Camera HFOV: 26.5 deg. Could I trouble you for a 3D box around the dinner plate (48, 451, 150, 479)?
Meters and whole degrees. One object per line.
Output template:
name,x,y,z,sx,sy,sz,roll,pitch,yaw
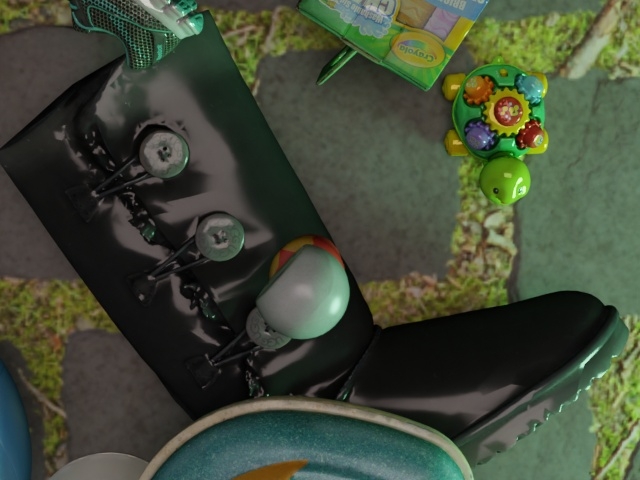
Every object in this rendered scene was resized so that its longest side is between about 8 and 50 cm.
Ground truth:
dinner plate,-0.186,0.257,1.197,0.141,0.017,0.141,0,92,-7

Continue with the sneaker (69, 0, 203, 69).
sneaker,-0.171,-0.194,1.029,0.166,0.065,0.076,42,108,-10

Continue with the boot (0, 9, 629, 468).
boot,-0.002,0.001,1.149,0.367,0.146,0.445,-34,91,-5

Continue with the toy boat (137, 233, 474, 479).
toy boat,-0.014,0.153,1.018,0.267,0.148,0.318,1,100,2

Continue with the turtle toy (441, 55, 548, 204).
turtle toy,0.158,-0.096,1.187,0.095,0.066,0.130,-3,93,-6

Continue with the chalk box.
chalk box,0.067,-0.215,1.126,0.132,0.132,0.213,31,109,-7

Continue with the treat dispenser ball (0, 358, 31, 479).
treat dispenser ball,-0.367,0.171,1.036,0.288,0.288,0.288,0,93,-6
